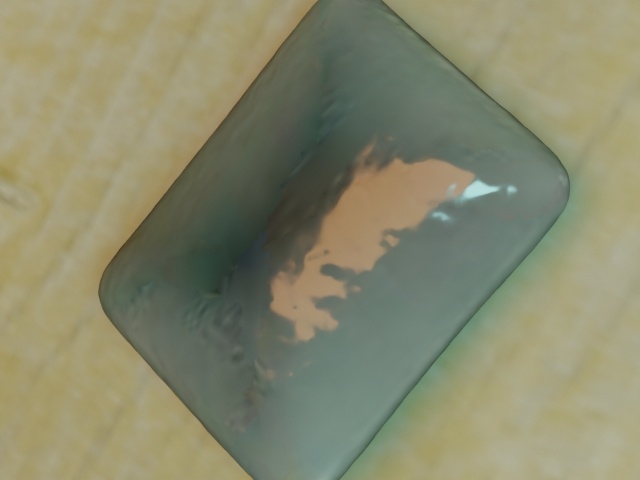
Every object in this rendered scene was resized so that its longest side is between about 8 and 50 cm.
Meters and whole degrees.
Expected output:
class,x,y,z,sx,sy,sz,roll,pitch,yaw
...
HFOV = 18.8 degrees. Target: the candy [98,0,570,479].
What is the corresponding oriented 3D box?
class,x,y,z,sx,sy,sz,roll,pitch,yaw
candy,0.000,0.000,0.765,0.138,0.071,0.174,45,103,26
